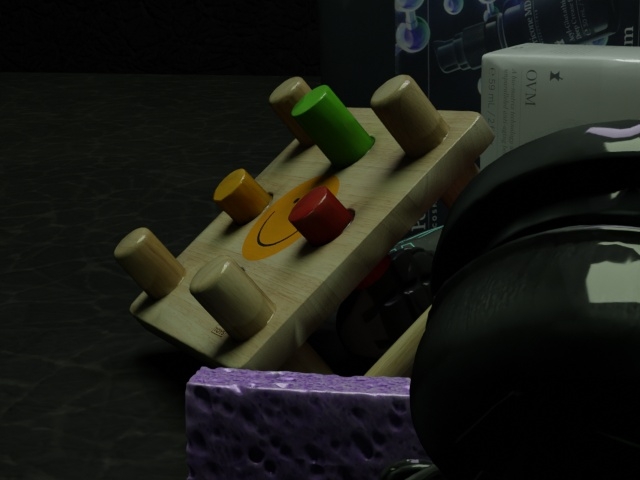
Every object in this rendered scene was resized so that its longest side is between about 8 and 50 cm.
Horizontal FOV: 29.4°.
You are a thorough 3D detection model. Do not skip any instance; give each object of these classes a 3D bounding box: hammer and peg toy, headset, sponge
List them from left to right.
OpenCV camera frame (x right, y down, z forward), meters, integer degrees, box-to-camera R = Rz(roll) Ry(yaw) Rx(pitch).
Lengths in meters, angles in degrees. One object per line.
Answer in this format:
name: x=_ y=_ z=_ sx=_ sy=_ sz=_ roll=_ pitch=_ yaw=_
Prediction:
hammer and peg toy: x=0.000 y=0.000 z=0.883 sx=0.266 sy=0.127 sz=0.361 roll=-46 pitch=23 yaw=-13
sponge: x=0.033 y=0.129 z=0.645 sx=0.210 sy=0.117 sz=0.031 roll=2 pitch=16 yaw=10
headset: x=0.094 y=0.099 z=0.360 sx=0.185 sy=0.243 sz=0.394 roll=25 pitch=-11 yaw=-7

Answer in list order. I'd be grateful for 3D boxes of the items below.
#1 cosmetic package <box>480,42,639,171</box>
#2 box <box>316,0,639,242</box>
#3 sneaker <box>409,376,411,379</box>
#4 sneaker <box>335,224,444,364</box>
cosmetic package: x=0.279 y=-0.070 z=1.171 sx=0.224 sy=0.224 sz=0.138 roll=6 pitch=16 yaw=27
box: x=0.215 y=-0.176 z=1.448 sx=0.395 sy=0.294 sz=0.212 roll=-8 pitch=16 yaw=-22
sneaker: x=0.163 y=0.113 z=0.828 sx=0.221 sy=0.087 sz=0.128 roll=4 pitch=-3 yaw=26
sneaker: x=0.084 y=0.049 z=1.049 sx=0.106 sy=0.101 sz=0.267 roll=-20 pitch=3 yaw=37
